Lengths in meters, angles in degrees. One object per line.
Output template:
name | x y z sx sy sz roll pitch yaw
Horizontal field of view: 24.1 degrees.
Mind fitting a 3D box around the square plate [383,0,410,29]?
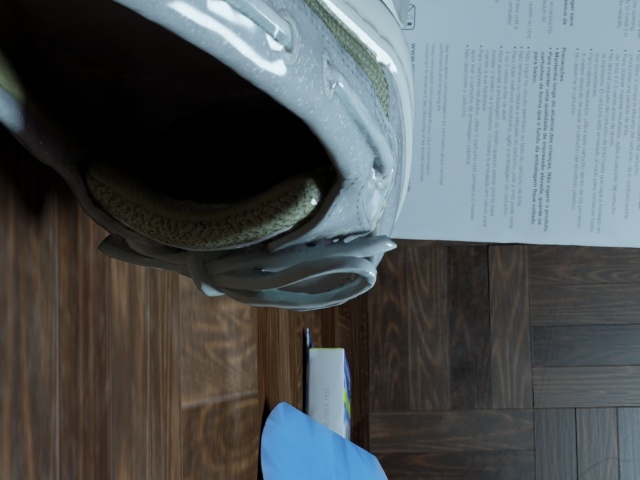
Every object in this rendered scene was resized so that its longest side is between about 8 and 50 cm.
square plate | -0.001 -0.267 0.930 0.347 0.049 0.344 -75 150 -70

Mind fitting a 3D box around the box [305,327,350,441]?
box | 0.007 0.186 1.496 0.109 0.042 0.178 79 12 -70

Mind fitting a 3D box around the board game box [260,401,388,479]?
board game box | 0.001 0.204 1.126 0.168 0.033 0.133 35 36 -37

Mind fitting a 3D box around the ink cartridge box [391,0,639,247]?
ink cartridge box | 0.187 -0.159 1.185 0.071 0.330 0.324 -83 175 -76

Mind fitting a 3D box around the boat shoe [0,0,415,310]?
boat shoe | -0.042 -0.041 0.412 0.320 0.118 0.103 70 25 -66
